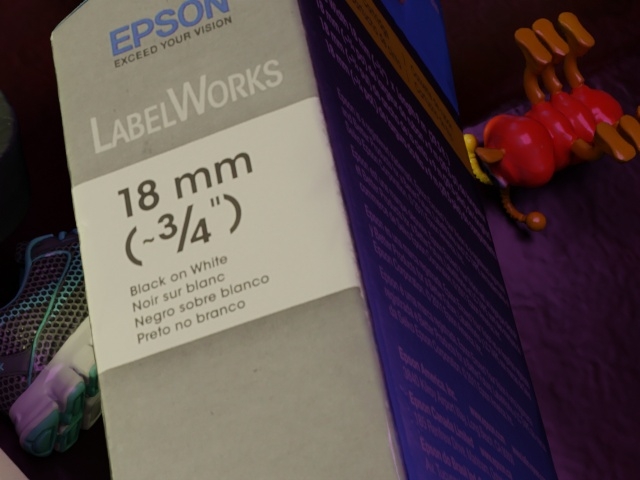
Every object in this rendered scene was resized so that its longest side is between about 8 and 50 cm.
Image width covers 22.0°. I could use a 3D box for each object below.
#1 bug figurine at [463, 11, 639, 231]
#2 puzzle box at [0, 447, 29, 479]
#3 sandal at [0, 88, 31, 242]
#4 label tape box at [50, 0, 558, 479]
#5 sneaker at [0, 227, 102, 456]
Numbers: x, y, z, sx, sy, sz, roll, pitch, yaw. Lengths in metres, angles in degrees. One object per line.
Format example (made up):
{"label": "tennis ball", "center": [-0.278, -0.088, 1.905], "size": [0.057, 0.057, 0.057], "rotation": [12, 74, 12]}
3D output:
{"label": "bug figurine", "center": [0.208, 0.003, 0.811], "size": [0.216, 0.072, 0.279], "rotation": [-20, 63, -30]}
{"label": "puzzle box", "center": [-0.290, 0.166, 0.537], "size": [0.409, 0.052, 0.272], "rotation": [-28, 43, -25]}
{"label": "sandal", "center": [-0.330, 0.010, 0.617], "size": [0.446, 0.107, 0.167], "rotation": [-26, 38, -24]}
{"label": "label tape box", "center": [0.000, 0.000, 0.658], "size": [0.106, 0.240, 0.333], "rotation": [-20, 62, 15]}
{"label": "sneaker", "center": [-0.099, 0.015, 0.735], "size": [0.076, 0.065, 0.166], "rotation": [34, 57, 12]}
